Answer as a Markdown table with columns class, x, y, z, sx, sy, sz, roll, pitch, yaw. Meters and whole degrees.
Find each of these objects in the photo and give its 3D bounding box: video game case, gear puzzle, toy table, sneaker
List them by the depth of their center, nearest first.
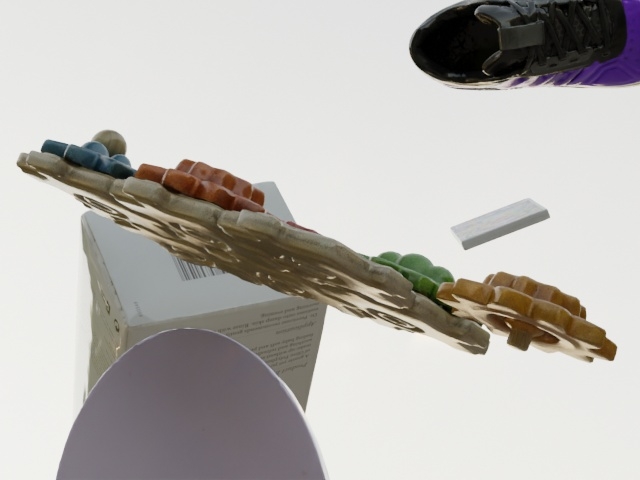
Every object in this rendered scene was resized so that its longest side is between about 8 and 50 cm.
| class | x | y | z | sx | sy | sz | roll | pitch | yaw |
| --- | --- | --- | --- | --- | --- | --- | --- | --- | --- |
| gear puzzle | 0.000 | 0.000 | 0.773 | 0.175 | 0.339 | 0.044 | 33 | -103 | -49 |
| toy table | -0.065 | 0.205 | 0.955 | 0.252 | 0.274 | 0.161 | 6 | -12 | 8 |
| sneaker | 0.215 | -0.187 | 1.388 | 0.293 | 0.102 | 0.146 | -7 | 1 | 27 |
| video game case | 0.173 | -0.017 | 1.458 | 0.087 | 0.011 | 0.122 | -21 | 6 | 2 |

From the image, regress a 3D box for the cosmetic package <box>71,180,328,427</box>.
| class | x | y | z | sx | sy | sz | roll | pitch | yaw |
| --- | --- | --- | --- | --- | --- | --- | --- | --- | --- |
| cosmetic package | -0.126 | 0.138 | 1.428 | 0.197 | 0.155 | 0.365 | -10 | -42 | -22 |
